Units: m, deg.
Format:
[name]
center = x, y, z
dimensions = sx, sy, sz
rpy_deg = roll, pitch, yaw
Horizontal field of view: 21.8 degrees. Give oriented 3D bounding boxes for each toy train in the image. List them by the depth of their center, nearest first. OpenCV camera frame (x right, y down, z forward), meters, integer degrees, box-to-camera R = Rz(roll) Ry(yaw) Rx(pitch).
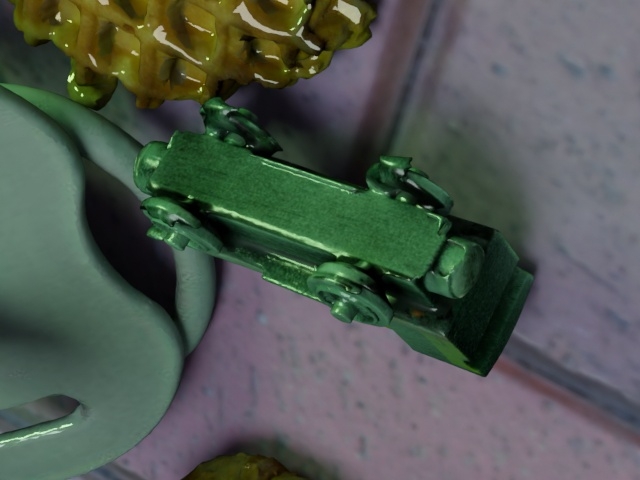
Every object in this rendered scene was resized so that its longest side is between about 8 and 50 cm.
[toy train]
center = 0.000, -0.001, 0.860
dimensions = 0.200, 0.083, 0.132
rpy_deg = 22, 167, 31

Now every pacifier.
[pacifier]
center = -0.203, 0.063, 0.904
dimensions = 0.288, 0.269, 0.343
rpy_deg = -17, 134, 12

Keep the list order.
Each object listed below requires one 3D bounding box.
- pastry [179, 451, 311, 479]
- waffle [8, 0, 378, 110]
[pastry]
center = -0.040, 0.200, 1.028
dimensions = 0.153, 0.081, 0.153
rpy_deg = 21, 127, 30
[waffle]
center = -0.092, -0.176, 0.842
dimensions = 0.238, 0.059, 0.243
rpy_deg = -17, 107, 39
